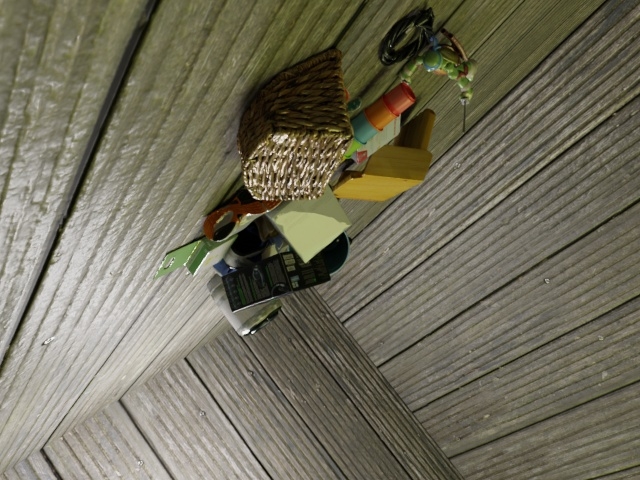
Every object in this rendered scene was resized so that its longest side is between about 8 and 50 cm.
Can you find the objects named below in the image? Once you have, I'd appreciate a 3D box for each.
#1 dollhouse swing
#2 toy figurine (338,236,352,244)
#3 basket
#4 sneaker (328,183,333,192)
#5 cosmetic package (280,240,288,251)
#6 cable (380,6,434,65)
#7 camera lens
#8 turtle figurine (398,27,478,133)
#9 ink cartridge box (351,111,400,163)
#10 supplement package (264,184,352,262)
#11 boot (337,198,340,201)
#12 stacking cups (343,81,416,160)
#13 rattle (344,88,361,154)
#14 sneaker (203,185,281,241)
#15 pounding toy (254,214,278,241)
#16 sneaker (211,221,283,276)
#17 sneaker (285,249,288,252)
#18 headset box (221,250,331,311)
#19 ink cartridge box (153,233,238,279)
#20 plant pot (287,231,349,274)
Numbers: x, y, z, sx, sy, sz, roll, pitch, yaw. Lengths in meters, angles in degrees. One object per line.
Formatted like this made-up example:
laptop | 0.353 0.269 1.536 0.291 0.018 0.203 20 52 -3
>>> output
dollhouse swing | 0.228 -0.332 1.887 0.315 0.305 0.347 4 172 -16
toy figurine | 0.053 -0.004 2.623 0.148 0.209 0.213 -48 170 23
basket | -0.075 -0.245 1.103 0.213 0.223 0.299 -1 160 -15
sneaker | 0.002 -0.157 1.847 0.081 0.090 0.232 -37 163 -9
cosmetic package | -0.246 0.051 1.965 0.238 0.107 0.127 -26 163 -44
cable | 0.211 -0.480 1.234 0.150 0.047 0.184 -38 173 -3
camera lens | -0.312 0.241 2.100 0.219 0.274 0.219 -38 172 -6
turtle figurine | 0.336 -0.452 1.448 0.197 0.275 0.266 -2 -160 34
ink cartridge box | 0.160 -0.342 1.576 0.175 0.072 0.127 -37 155 -13
supplement package | -0.052 -0.086 1.528 0.194 0.149 0.203 -40 128 -7
boot | 0.011 -0.163 2.039 0.198 0.077 0.137 -37 167 -21
stacking cups | 0.121 -0.326 1.418 0.316 0.096 0.096 -37 174 30
rattle | 0.044 -0.317 1.330 0.143 0.130 0.200 -46 156 -59
sneaker | -0.206 -0.093 1.422 0.262 0.099 0.121 -31 180 2
pounding toy | -0.106 -0.069 1.725 0.269 0.154 0.155 -33 170 -35
sneaker | -0.221 0.015 1.777 0.182 0.127 0.315 -42 170 38
sneaker | -0.191 0.097 2.553 0.152 0.114 0.305 -27 177 42
headset box | -0.154 0.131 1.701 0.283 0.131 0.246 -22 173 30
ink cartridge box | -0.380 0.053 1.546 0.235 0.056 0.171 -34 172 -43
plant pot | 0.000 0.000 2.304 0.271 0.272 0.255 -40 -173 12
